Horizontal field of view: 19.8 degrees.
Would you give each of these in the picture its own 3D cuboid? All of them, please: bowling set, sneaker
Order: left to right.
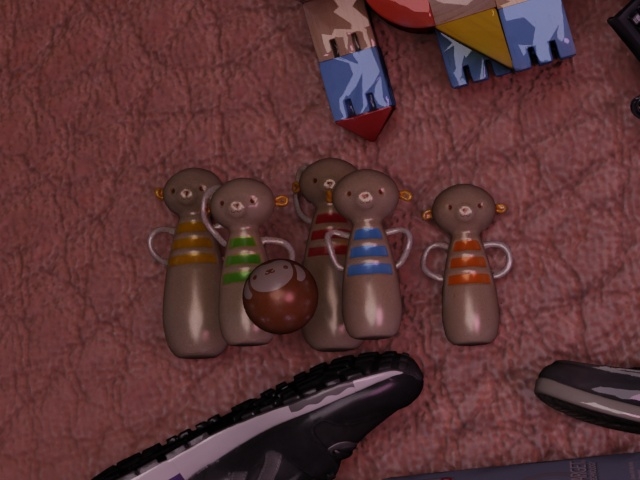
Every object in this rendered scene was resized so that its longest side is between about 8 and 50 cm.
[{"bbox_3d":[-0.036,0.185,1.406,0.283,0.107,0.124,-26,94,8],"label":"sneaker"},{"bbox_3d":[0.000,0.000,1.367,0.287,0.200,0.154,-3,81,4],"label":"bowling set"},{"bbox_3d":[0.274,0.087,1.373,0.222,0.083,0.118,9,79,0],"label":"sneaker"}]

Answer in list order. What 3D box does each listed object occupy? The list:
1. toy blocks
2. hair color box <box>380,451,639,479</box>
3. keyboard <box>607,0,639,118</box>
[{"bbox_3d":[0.118,-0.234,1.401,0.381,0.191,0.260,-16,92,6],"label":"toy blocks"},{"bbox_3d":[0.235,0.253,1.306,0.375,0.113,0.185,-7,104,7],"label":"hair color box"},{"bbox_3d":[0.288,-0.115,1.377,0.108,0.023,0.180,-42,109,1],"label":"keyboard"}]
